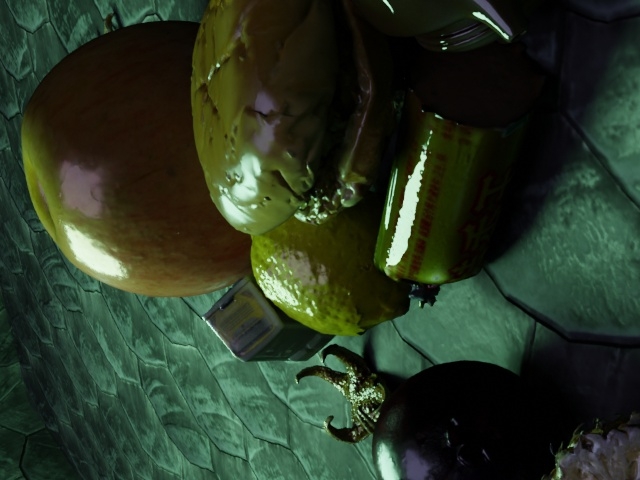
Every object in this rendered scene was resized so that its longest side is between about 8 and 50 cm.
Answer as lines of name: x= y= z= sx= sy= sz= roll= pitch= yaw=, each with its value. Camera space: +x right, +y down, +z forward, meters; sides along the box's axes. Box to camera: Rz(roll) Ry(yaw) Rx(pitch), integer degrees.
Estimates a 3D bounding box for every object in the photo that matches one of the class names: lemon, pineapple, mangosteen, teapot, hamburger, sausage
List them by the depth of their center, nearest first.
teapot: x=0.111 y=-0.238 z=0.829 sx=0.175 sy=0.185 sz=0.268 roll=50 pitch=-164 yaw=-30
pineapple: x=0.286 y=0.232 z=0.915 sx=0.161 sy=0.137 sz=0.176 roll=-18 pitch=88 yaw=19
hamburger: x=-0.037 y=-0.156 z=0.986 sx=0.318 sy=0.158 sz=0.319 roll=-179 pitch=90 yaw=-72
sausage: x=0.118 y=-0.039 z=0.989 sx=0.117 sy=0.125 sz=0.317 roll=57 pitch=153 yaw=37
mangosteen: x=0.152 y=0.222 z=1.074 sx=0.194 sy=0.194 sz=0.230 roll=60 pitch=177 yaw=14
lemon: x=0.016 y=0.019 z=1.159 sx=0.193 sy=0.180 sz=0.180 roll=-2 pitch=111 yaw=28

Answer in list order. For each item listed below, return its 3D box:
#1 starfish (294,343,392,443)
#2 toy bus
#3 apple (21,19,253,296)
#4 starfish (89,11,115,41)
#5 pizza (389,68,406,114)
starfish: x=0.045 y=0.202 z=1.350 sx=0.190 sy=0.074 sz=0.146 roll=-27 pitch=87 yaw=63
toy bus: x=-0.055 y=0.100 z=1.299 sx=0.106 sy=0.092 sz=0.268 roll=51 pitch=-171 yaw=16
apple: x=-0.207 y=-0.101 z=1.301 sx=0.364 sy=0.364 sz=0.364 roll=40 pitch=142 yaw=42
starfish: x=-0.337 y=-0.278 z=1.716 sx=0.247 sy=0.050 sz=0.138 roll=54 pitch=148 yaw=19
pizza: x=0.020 y=-0.152 z=1.143 sx=0.154 sy=0.069 sz=0.194 roll=51 pitch=147 yaw=28
